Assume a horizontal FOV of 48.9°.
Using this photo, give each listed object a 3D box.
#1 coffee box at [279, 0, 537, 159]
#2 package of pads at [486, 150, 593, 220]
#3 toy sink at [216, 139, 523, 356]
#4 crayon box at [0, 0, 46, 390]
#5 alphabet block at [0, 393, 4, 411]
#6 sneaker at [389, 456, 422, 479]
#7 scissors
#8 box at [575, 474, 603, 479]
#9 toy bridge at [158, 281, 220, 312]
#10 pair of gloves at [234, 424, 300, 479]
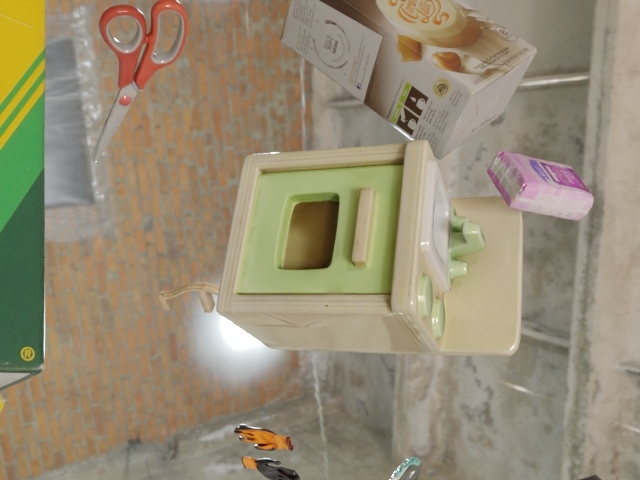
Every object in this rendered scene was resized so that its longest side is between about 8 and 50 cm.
[{"bbox_3d":[0.093,-0.222,0.796,0.246,0.141,0.098,40,-39,17],"label":"coffee box"},{"bbox_3d":[0.188,-0.046,0.600,0.032,0.083,0.050,-58,-145,37],"label":"package of pads"},{"bbox_3d":[0.048,0.009,0.609,0.234,0.131,0.152,0,-114,21],"label":"toy sink"},{"bbox_3d":[-0.321,-0.089,0.322,0.106,0.363,0.312,-24,-115,39],"label":"crayon box"},{"bbox_3d":[-0.634,0.252,1.045,0.197,0.192,0.193,44,-69,17],"label":"alphabet block"},{"bbox_3d":[0.119,0.378,0.972,0.076,0.065,0.166,23,-73,22],"label":"sneaker"},{"bbox_3d":[-0.249,-0.202,0.951,0.021,0.109,0.297,67,-30,29],"label":"scissors"},{"bbox_3d":[0.315,0.382,0.847,0.231,0.183,0.056,-139,-144,-78],"label":"box"},{"bbox_3d":[-0.212,0.106,1.306,0.026,0.188,0.063,-73,160,-46],"label":"toy bridge"},{"bbox_3d":[-0.060,0.239,0.781,0.074,0.010,0.083,6,-55,25],"label":"pair of gloves"}]
